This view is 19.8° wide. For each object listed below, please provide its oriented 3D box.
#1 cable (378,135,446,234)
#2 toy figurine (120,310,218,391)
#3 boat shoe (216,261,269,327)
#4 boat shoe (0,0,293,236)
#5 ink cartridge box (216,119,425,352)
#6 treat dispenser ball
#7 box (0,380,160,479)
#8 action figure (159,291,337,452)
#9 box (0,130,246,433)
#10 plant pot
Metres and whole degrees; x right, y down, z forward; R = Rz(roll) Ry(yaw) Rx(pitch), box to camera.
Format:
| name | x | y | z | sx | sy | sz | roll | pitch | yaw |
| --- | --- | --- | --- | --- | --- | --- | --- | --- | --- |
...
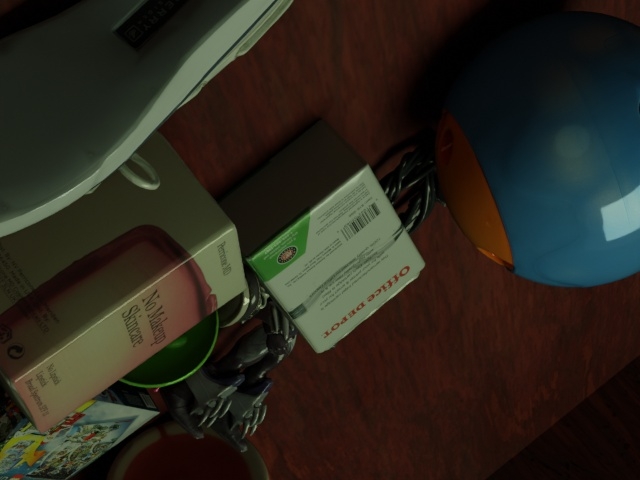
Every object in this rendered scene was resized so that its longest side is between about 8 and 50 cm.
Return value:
| name | x | y | z | sx | sy | sz | roll | pitch | yaw |
| --- | --- | --- | --- | --- | --- | --- | --- | --- | --- |
| cable | 0.088 | -0.051 | 2.070 | 0.151 | 0.047 | 0.184 | -34 | 163 | -2 |
| toy figurine | -0.192 | 0.105 | 1.809 | 0.173 | 0.130 | 0.159 | -12 | 164 | -12 |
| boat shoe | -0.086 | 0.046 | 1.810 | 0.065 | 0.075 | 0.206 | -9 | 178 | -19 |
| boat shoe | -0.152 | -0.117 | 1.363 | 0.367 | 0.136 | 0.156 | -46 | 166 | -14 |
| ink cartridge box | 0.000 | 0.000 | 1.859 | 0.153 | 0.087 | 0.208 | -39 | 144 | -5 |
| treat dispenser ball | 0.263 | -0.094 | 1.913 | 0.288 | 0.288 | 0.288 | -35 | 160 | -15 |
| box | -0.281 | 0.196 | 1.889 | 0.159 | 0.044 | 0.233 | -36 | 162 | 9 |
| action figure | -0.048 | 0.107 | 2.078 | 0.285 | 0.099 | 0.185 | -49 | 154 | 16 |
| box | -0.195 | 0.036 | 1.597 | 0.232 | 0.127 | 0.148 | -35 | 160 | -12 |
| plant pot | -0.154 | 0.358 | 2.216 | 0.275 | 0.275 | 0.243 | -33 | 151 | -21 |
